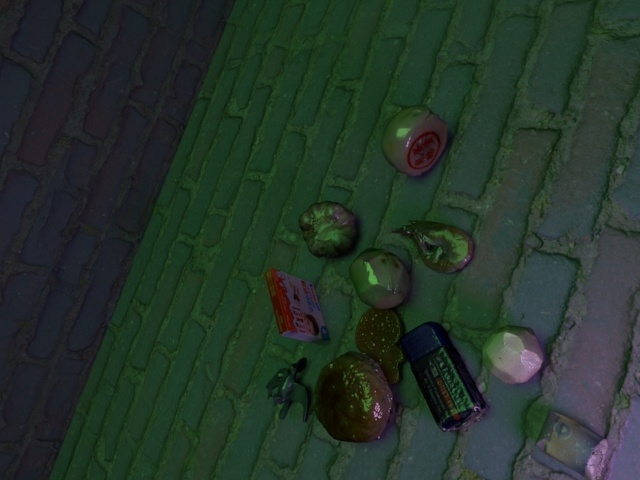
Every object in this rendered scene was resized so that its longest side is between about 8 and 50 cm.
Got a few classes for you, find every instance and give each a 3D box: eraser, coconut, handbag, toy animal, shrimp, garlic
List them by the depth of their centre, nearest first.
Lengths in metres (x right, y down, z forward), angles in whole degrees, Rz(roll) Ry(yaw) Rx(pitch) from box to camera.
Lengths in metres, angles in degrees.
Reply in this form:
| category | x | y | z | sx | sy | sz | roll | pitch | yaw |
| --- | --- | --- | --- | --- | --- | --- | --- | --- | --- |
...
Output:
| category | x | y | z | sx | sy | sz | roll | pitch | yaw |
| --- | --- | --- | --- | --- | --- | --- | --- | --- | --- |
| handbag | 0.672 | 0.543 | 1.353 | 0.173 | 0.095 | 0.117 | 26 | 96 | 51 |
| coconut | 0.563 | 0.324 | 1.482 | 0.162 | 0.161 | 0.161 | -54 | 47 | 22 |
| eraser | 0.387 | 0.425 | 1.625 | 0.155 | 0.101 | 0.332 | -39 | 53 | 21 |
| shrimp | 0.386 | 0.015 | 1.807 | 0.317 | 0.077 | 0.168 | 14 | 85 | 39 |
| coconut | 0.209 | 0.124 | 1.823 | 0.205 | 0.235 | 0.236 | 117 | 146 | -52 |
| toy animal | -0.119 | 0.586 | 2.008 | 0.239 | 0.176 | 0.255 | 35 | 131 | 46 |
| garlic | 0.032 | -0.046 | 2.074 | 0.244 | 0.160 | 0.245 | 1 | 95 | 12 |

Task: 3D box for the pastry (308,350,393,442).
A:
| category | x | y | z | sx | sy | sz | roll | pitch | yaw |
| --- | --- | --- | --- | --- | --- | --- | --- | --- | --- |
| pastry | 0.105 | 0.537 | 1.767 | 0.329 | 0.136 | 0.330 | -10 | 77 | 47 |

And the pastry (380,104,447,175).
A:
| category | x | y | z | sx | sy | sz | roll | pitch | yaw |
| --- | --- | --- | --- | --- | --- | --- | --- | --- | --- |
| pastry | 0.347 | -0.365 | 1.876 | 0.133 | 0.264 | 0.265 | 41 | 101 | 44 |

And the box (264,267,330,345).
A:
| category | x | y | z | sx | sy | sz | roll | pitch | yaw |
| --- | --- | --- | --- | --- | --- | --- | --- | --- | --- |
| box | -0.088 | 0.259 | 1.980 | 0.048 | 0.265 | 0.273 | -35 | 55 | 23 |

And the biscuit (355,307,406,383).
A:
| category | x | y | z | sx | sy | sz | roll | pitch | yaw |
| --- | --- | --- | --- | --- | --- | --- | --- | --- | --- |
| biscuit | 0.219 | 0.374 | 1.826 | 0.202 | 0.044 | 0.289 | -32 | 57 | 29 |
